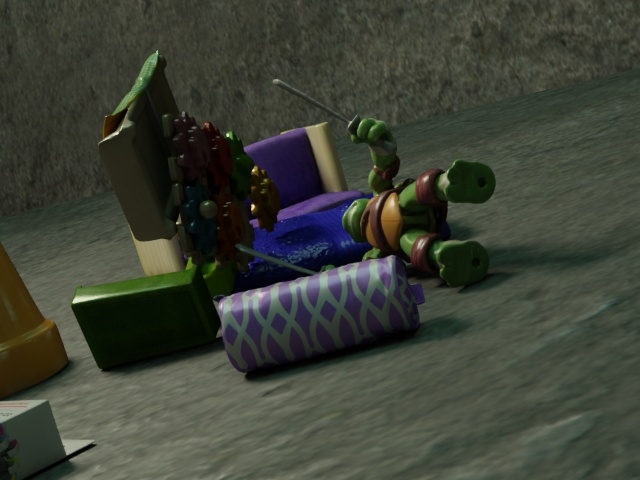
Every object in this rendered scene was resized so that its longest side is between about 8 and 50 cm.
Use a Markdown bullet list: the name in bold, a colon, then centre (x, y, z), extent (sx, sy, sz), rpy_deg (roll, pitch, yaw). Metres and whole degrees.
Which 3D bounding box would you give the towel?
- **towel**: centre (0.000, 0.000, 2.077), extent (0.308, 0.076, 0.227), rpy_deg (-18, 8, -9)

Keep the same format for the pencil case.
- **pencil case**: centre (-0.002, 0.076, 1.593), extent (0.206, 0.086, 0.088), rpy_deg (-13, -18, 13)

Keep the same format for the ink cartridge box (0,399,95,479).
- **ink cartridge box**: centre (-0.314, 0.196, 1.470), extent (0.104, 0.062, 0.181), rpy_deg (-7, 12, 46)

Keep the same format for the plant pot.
- **plant pot**: centre (-0.435, 0.093, 1.933), extent (0.205, 0.188, 0.205), rpy_deg (-17, 9, 3)

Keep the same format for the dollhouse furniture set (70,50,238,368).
- **dollhouse furniture set**: centre (-0.223, -0.037, 1.844), extent (0.151, 0.302, 0.197), rpy_deg (-11, 29, 14)

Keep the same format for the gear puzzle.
- **gear puzzle**: centre (-0.100, -0.052, 1.908), extent (0.044, 0.176, 0.339), rpy_deg (-11, -7, 15)

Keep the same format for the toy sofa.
- **toy sofa**: centre (-0.116, -0.068, 2.493), extent (0.362, 0.150, 0.177), rpy_deg (-22, 9, -34)

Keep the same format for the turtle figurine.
- **turtle figurine**: centre (0.056, -0.030, 1.790), extent (0.266, 0.274, 0.198), rpy_deg (3, 56, 55)
